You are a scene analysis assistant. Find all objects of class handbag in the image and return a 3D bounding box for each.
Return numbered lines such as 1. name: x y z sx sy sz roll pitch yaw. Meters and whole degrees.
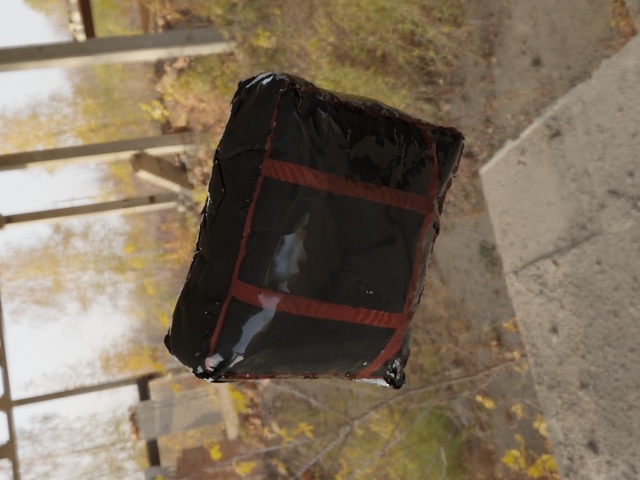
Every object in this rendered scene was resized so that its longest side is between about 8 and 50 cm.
1. handbag: 0.000 0.000 0.553 0.155 0.169 0.215 23 99 61
